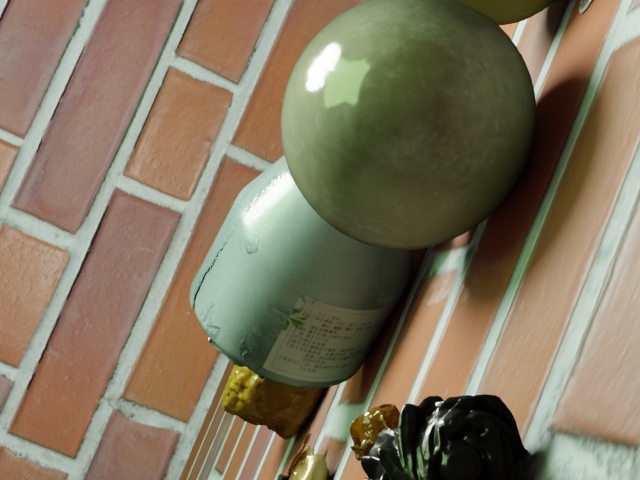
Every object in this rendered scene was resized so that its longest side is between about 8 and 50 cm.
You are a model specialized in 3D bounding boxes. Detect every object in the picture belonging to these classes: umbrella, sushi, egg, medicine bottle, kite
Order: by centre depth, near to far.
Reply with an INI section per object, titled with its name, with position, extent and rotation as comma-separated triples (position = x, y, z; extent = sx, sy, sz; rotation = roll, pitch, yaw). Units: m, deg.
[umbrella]
position = 0.081, 0.193, 1.158
extent = 0.340, 0.118, 0.118
rotation = 115, 177, -73
[sushi]
position = 0.060, 0.201, 1.449
extent = 0.118, 0.061, 0.060
rotation = 74, 175, -75
[egg]
position = 0.086, -0.118, 1.449
extent = 0.352, 0.258, 0.258
rotation = -97, 31, -88
[medicine bottle]
position = 0.000, 0.000, 1.771
extent = 0.245, 0.245, 0.290
rotation = -77, 12, -58
[kite]
position = -0.055, 0.328, 1.849
extent = 0.183, 0.014, 0.241
rotation = -62, -8, 0

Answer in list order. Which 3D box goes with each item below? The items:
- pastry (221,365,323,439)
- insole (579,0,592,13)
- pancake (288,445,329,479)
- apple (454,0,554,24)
[pastry]
position = -0.053, 0.167, 2.119
extent = 0.240, 0.132, 0.235
rotation = -122, 55, -81
[insole]
position = 0.309, -0.324, 1.472
extent = 0.065, 0.004, 0.197
rotation = -103, 37, -80
[pancake]
position = -0.057, 0.396, 1.796
extent = 0.244, 0.057, 0.266
rotation = 105, -169, -73
[apple]
position = 0.182, -0.379, 1.590
extent = 0.279, 0.279, 0.279
rotation = -157, 90, -84
